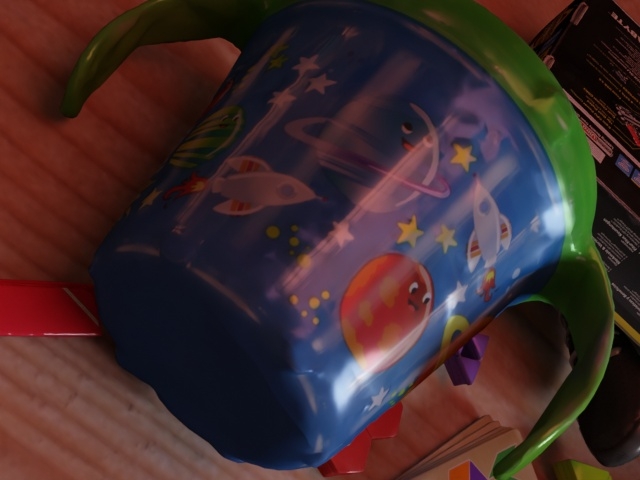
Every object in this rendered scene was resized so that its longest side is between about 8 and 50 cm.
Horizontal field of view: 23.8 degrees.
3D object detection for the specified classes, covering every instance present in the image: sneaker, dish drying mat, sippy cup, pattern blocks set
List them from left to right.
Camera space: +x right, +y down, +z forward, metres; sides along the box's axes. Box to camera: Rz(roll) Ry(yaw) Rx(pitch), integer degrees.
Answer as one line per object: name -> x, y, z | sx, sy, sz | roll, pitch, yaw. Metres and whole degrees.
dish drying mat -> -0.156, 0.037, 0.828 | 0.083, 0.008, 0.032 | 5, 71, -42
sippy cup -> 0.000, 0.000, 0.853 | 0.224, 0.305, 0.240 | -45, 136, -32
pattern blocks set -> 0.110, 0.215, 0.993 | 0.285, 0.026, 0.325 | -5, 77, -44
sneaker -> 0.179, 0.049, 1.088 | 0.132, 0.086, 0.229 | 35, 37, -20

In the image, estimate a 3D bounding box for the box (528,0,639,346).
box -> 0.263, -0.018, 1.104 | 0.322, 0.079, 0.257 | 43, 36, -4
